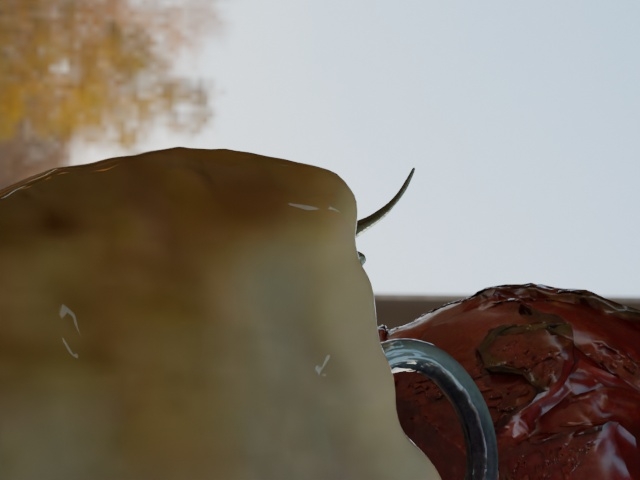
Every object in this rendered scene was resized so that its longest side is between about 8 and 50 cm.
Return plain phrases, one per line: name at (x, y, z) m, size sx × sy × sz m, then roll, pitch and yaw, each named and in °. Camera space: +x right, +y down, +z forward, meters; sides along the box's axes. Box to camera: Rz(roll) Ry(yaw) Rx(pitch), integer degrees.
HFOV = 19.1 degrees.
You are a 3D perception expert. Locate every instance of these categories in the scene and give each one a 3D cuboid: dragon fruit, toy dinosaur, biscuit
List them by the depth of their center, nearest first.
biscuit at (-0.025, 0.129, 0.313) m, size 0.040 × 0.204 × 0.309 m, roll -33°, pitch -112°, yaw 41°
dragon fruit at (0.124, 0.172, 1.184) m, size 0.302 × 0.296 × 0.295 m, roll -25°, pitch -120°, yaw 42°
toy dinosaur at (0.003, 0.008, 1.449) m, size 0.058 × 0.180 × 0.037 m, roll -115°, pitch 180°, yaw -52°

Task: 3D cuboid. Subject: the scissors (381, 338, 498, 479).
scissors at (0.031, 0.258, 0.828) m, size 0.383 × 0.256 × 0.029 m, roll 64°, pitch -18°, yaw -2°
